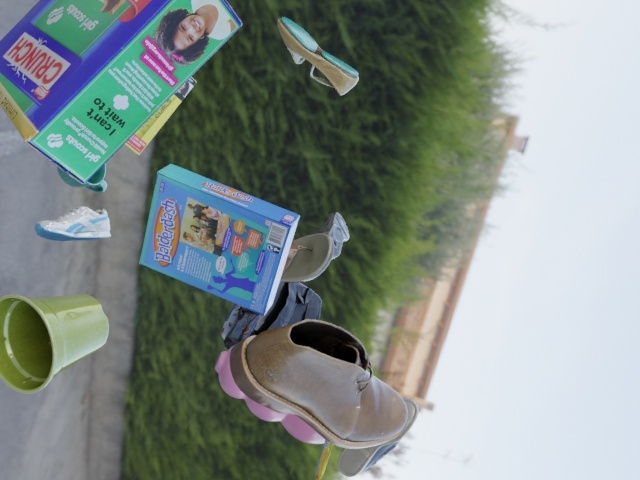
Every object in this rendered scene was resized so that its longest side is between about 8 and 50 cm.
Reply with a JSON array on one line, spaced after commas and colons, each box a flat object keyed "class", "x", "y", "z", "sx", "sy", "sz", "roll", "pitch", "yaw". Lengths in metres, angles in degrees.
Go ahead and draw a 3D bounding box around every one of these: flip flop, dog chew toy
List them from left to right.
[{"class": "flip flop", "x": -0.102, "y": 0.039, "z": 1.654, "sx": 0.080, "sy": 0.277, "sz": 0.112, "roll": 50, "pitch": 37, "yaw": -61}, {"class": "dog chew toy", "x": -0.082, "y": 0.335, "z": 1.624, "sx": 0.206, "sy": 0.332, "sz": 0.206, "roll": -157, "pitch": -90, "yaw": -82}]

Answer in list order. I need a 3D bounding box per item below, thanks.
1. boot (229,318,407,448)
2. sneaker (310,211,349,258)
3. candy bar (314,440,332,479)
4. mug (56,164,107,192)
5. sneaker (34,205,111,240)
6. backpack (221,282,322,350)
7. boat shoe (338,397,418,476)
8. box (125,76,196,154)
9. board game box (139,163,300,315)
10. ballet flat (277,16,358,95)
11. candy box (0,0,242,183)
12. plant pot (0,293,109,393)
[{"class": "boot", "x": 0.034, "y": 0.187, "z": 0.909, "sx": 0.115, "sy": 0.305, "sz": 0.112, "roll": -33, "pitch": -135, "yaw": 28}, {"class": "sneaker", "x": 0.000, "y": 0.000, "z": 1.834, "sx": 0.087, "sy": 0.130, "sz": 0.227, "roll": 61, "pitch": 23, "yaw": -16}, {"class": "candy bar", "x": 0.015, "y": 0.437, "z": 1.499, "sx": 0.040, "sy": 0.018, "sz": 0.161, "roll": 126, "pitch": -19, "yaw": -76}, {"class": "mug", "x": -0.716, "y": -0.210, "z": 2.098, "sx": 0.129, "sy": 0.097, "sz": 0.158, "roll": -34, "pitch": 115, "yaw": -65}, {"class": "sneaker", "x": -0.699, "y": -0.048, "z": 1.987, "sx": 0.229, "sy": 0.087, "sz": 0.092, "roll": 0, "pitch": 84, "yaw": -55}, {"class": "backpack", "x": -0.129, "y": 0.234, "z": 1.997, "sx": 0.276, "sy": 0.213, "sz": 0.263, "roll": 40, "pitch": 76, "yaw": -44}, {"class": "boat shoe", "x": 0.121, "y": 0.391, "z": 1.412, "sx": 0.206, "sy": 0.075, "sz": 0.065, "roll": -47, "pitch": 154, "yaw": 10}, {"class": "box", "x": -0.411, "y": -0.327, "z": 1.720, "sx": 0.232, "sy": 0.087, "sz": 0.058, "roll": -52, "pitch": -144, "yaw": -6}, {"class": "board game box", "x": -0.152, "y": -0.001, "z": 1.040, "sx": 0.047, "sy": 0.210, "sz": 0.160, "roll": -56, "pitch": 167, "yaw": -62}, {"class": "ballet flat", "x": -0.019, "y": -0.422, "z": 1.640, "sx": 0.073, "sy": 0.232, "sz": 0.080, "roll": -51, "pitch": -176, "yaw": 30}, {"class": "candy box", "x": -0.311, "y": -0.276, "z": 1.005, "sx": 0.317, "sy": 0.268, "sz": 0.122, "roll": -48, "pitch": 141, "yaw": -2}, {"class": "plant pot", "x": -0.760, "y": 0.264, "z": 2.016, "sx": 0.254, "sy": 0.276, "sz": 0.276, "roll": -17, "pitch": 127, "yaw": -62}]
